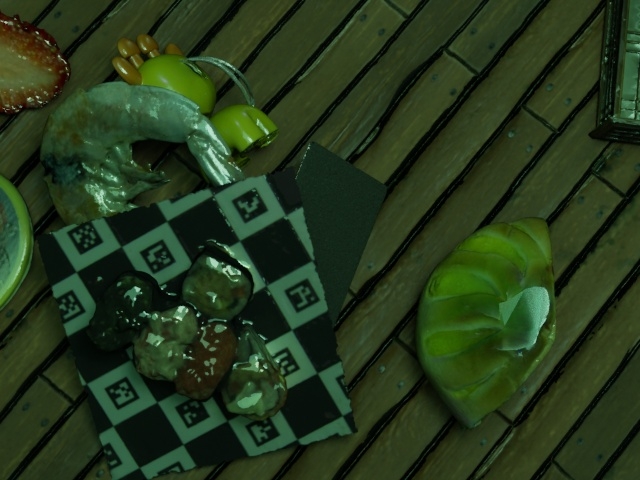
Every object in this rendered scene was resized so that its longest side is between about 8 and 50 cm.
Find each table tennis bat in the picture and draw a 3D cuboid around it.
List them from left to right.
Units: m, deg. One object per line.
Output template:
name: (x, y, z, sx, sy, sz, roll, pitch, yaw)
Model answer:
table tennis bat: (-0.513, 0.062, 1.244, 0.224, 0.054, 0.368, 31, 78, 4)

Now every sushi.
sushi: (-0.147, 0.116, 1.166, 0.320, 0.069, 0.339, -13, 101, 4)

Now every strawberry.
strawberry: (-0.437, -0.225, 1.284, 0.208, 0.087, 0.167, 25, 102, -23)

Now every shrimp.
shrimp: (-0.187, -0.042, 1.216, 0.360, 0.085, 0.247, 45, 113, -2)

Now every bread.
bread: (0.193, 0.097, 1.206, 0.156, 0.158, 0.260, 2, 79, 2)

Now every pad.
pad: (0.000, 0.000, 1.248, 0.143, 0.003, 0.211, 29, 79, -35)

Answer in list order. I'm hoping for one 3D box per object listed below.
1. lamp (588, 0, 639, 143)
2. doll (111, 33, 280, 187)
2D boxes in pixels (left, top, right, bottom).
lamp: (0.417, -0.292, 1.302, 0.089, 0.090, 0.325, 8, 82, -1)
doll: (-0.167, -0.174, 1.251, 0.221, 0.143, 0.135, 49, 122, 5)
